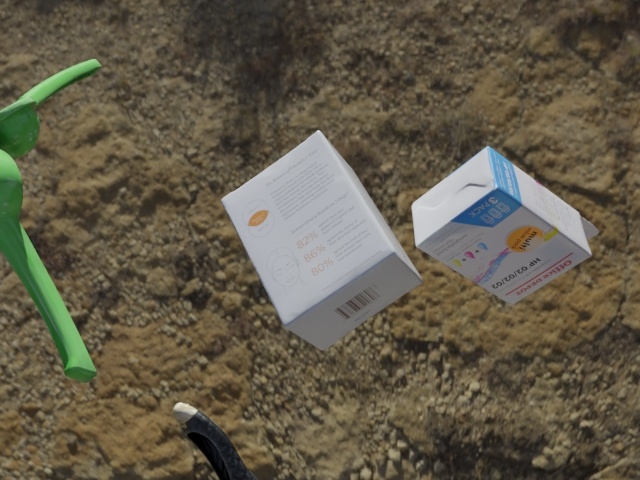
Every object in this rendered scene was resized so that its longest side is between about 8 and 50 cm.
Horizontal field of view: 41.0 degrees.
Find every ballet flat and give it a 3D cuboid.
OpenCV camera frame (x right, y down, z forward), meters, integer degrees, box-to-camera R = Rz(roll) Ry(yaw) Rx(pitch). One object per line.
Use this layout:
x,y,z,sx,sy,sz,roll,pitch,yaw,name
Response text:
-0.135,0.282,1.106,0.049,0.057,0.173,-38,93,-33,ballet flat

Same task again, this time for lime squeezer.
-0.204,-0.055,0.609,0.110,0.059,0.310,15,45,-29,lime squeezer

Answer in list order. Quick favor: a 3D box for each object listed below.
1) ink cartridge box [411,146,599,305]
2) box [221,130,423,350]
0.192,-0.002,0.853,0.104,0.181,0.061,-39,36,34,ink cartridge box
0.000,0.000,0.872,0.130,0.091,0.170,-34,58,9,box
